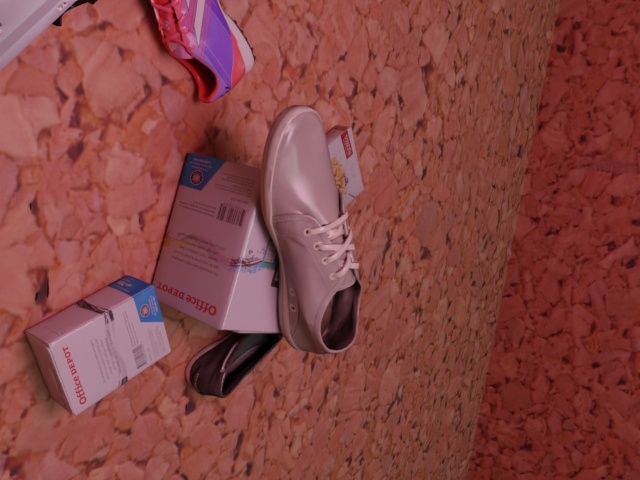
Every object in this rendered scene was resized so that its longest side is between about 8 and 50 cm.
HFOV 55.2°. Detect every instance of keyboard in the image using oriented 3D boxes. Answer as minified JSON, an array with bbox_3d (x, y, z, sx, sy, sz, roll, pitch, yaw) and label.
[{"bbox_3d":[-0.403,-0.257,0.758,0.256,0.014,0.072,-46,133,-6],"label":"keyboard"}]

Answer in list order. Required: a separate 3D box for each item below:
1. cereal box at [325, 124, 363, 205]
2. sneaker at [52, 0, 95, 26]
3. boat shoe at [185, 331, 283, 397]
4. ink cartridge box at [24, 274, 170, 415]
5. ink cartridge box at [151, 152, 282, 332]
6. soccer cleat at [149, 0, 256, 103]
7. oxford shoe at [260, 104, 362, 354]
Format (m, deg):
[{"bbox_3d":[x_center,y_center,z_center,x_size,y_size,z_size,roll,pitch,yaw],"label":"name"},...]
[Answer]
[{"bbox_3d":[0.002,-0.126,1.363,0.240,0.047,0.173,-43,134,-34],"label":"cereal box"},{"bbox_3d":[-0.295,-0.383,0.822,0.232,0.081,0.090,-35,145,-6],"label":"sneaker"},{"bbox_3d":[-0.129,0.207,1.279,0.335,0.095,0.112,-41,132,-36],"label":"boat shoe"},{"bbox_3d":[-0.351,0.164,0.987,0.190,0.082,0.140,-32,126,-40],"label":"ink cartridge box"},{"bbox_3d":[-0.143,0.009,1.102,0.197,0.198,0.270,15,92,-54],"label":"ink cartridge box"},{"bbox_3d":[-0.215,-0.356,0.954,0.116,0.108,0.318,-55,142,-17],"label":"soccer cleat"},{"bbox_3d":[0.000,0.000,1.013,0.169,0.130,0.450,-29,124,-42],"label":"oxford shoe"}]
